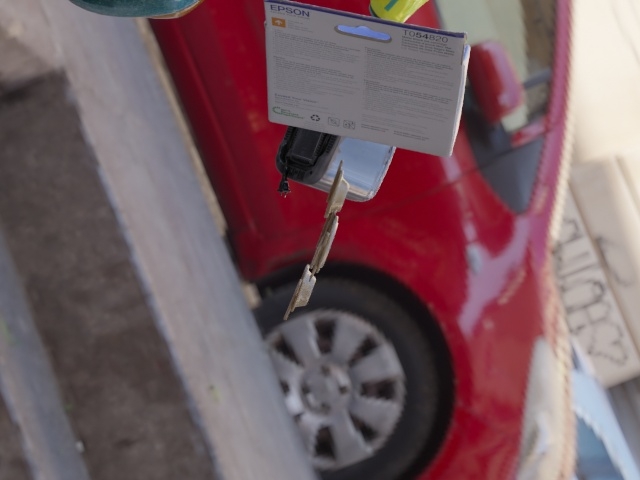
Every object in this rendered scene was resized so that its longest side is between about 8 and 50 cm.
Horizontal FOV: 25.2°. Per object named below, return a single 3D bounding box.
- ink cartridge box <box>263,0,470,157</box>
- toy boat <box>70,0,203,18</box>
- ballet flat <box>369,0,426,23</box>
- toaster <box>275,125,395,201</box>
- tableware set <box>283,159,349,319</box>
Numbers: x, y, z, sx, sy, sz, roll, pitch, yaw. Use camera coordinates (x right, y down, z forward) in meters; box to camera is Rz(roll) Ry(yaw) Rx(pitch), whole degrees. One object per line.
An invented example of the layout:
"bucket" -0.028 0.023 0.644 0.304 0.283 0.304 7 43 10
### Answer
"ink cartridge box" 0.050 -0.190 1.572 0.224 0.223 0.045 91 13 -59
"toy boat" -0.071 -0.258 1.149 0.267 0.318 0.148 -102 175 -58
"ballet flat" 0.142 -0.367 1.932 0.077 0.077 0.231 40 47 -2
"toaster" 0.031 -0.155 2.267 0.146 0.227 0.129 21 -1 -40
"tableware set" 0.000 0.000 1.561 0.168 0.020 0.141 -73 -177 -48
